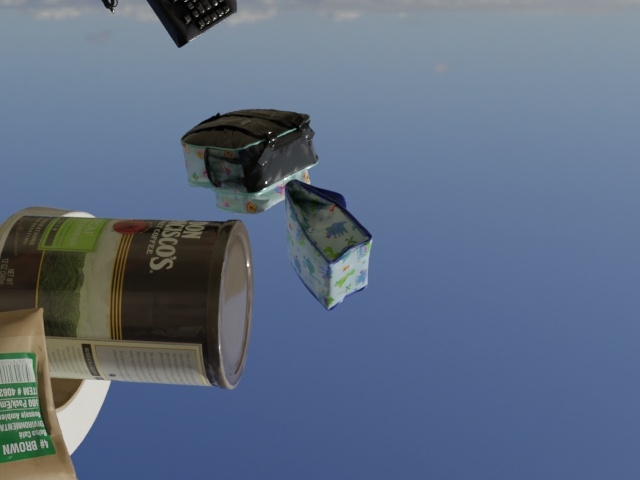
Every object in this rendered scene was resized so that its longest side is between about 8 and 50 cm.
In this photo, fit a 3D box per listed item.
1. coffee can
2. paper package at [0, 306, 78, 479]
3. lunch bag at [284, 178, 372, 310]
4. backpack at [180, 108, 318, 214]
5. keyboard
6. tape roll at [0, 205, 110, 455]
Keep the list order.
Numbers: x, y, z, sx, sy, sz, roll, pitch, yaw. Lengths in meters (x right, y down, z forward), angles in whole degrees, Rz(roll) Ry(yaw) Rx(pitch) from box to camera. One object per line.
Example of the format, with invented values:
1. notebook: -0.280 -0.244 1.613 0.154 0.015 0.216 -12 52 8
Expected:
1. coffee can: -0.233 0.071 1.389 0.275 0.201 0.201 2 -166 7
2. paper package: -0.430 0.187 1.014 0.325 0.168 0.309 -4 165 -40
3. lunch bag: 0.000 0.000 1.639 0.096 0.129 0.151 -31 -120 -23
4. backpack: -0.115 -0.125 1.758 0.188 0.144 0.166 16 -144 37
5. keyboard: -0.264 -0.414 1.610 0.201 0.317 0.033 -39 -169 -27
6. tape roll: -0.401 0.143 1.682 0.072 0.392 0.392 8 -165 16
